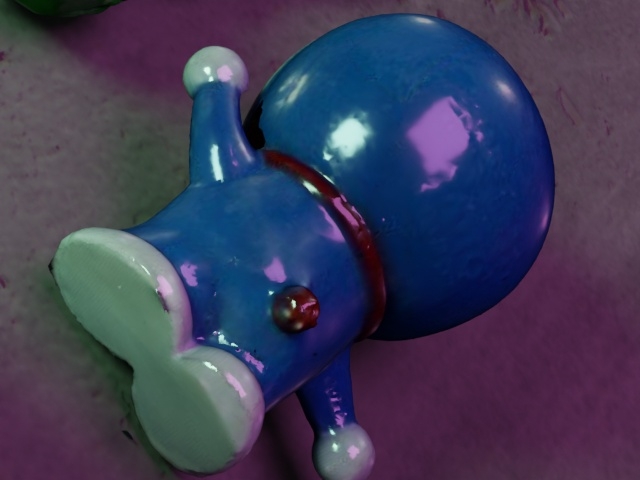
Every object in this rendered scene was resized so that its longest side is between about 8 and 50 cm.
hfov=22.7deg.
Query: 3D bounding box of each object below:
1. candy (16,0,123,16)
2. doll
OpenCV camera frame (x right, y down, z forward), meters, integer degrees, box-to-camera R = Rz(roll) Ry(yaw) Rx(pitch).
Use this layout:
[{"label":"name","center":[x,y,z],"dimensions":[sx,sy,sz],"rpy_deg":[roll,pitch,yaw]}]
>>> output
[{"label":"candy","center":[-0.055,-0.160,0.860],"dimensions":[0.323,0.097,0.097],"rpy_deg":[-5,71,-51]},{"label":"doll","center":[0.000,0.000,0.776],"dimensions":[0.257,0.161,0.215],"rpy_deg":[-32,104,-31]}]
